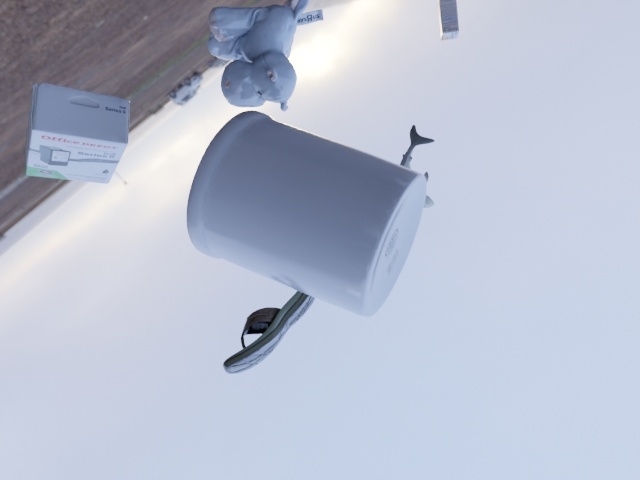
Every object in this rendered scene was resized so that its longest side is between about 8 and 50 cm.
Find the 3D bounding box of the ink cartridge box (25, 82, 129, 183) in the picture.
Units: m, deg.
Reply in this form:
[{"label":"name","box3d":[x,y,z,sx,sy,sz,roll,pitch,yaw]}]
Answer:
[{"label":"ink cartridge box","box3d":[-0.604,-0.251,1.411,0.289,0.211,0.121,-28,-118,58]}]

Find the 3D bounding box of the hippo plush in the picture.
[{"label":"hippo plush","box3d":[-0.124,-0.417,1.369,0.295,0.236,0.234,-9,165,8]}]

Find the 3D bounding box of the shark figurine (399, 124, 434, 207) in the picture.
[{"label":"shark figurine","box3d":[0.277,-0.221,1.870,0.166,0.278,0.116,-21,-150,-19]}]

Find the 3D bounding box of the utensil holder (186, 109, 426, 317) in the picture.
[{"label":"utensil holder","box3d":[-0.019,-0.055,1.173,0.386,0.327,0.327,22,-128,19]}]

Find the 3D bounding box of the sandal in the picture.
[{"label":"sandal","box3d":[-0.121,0.193,1.337,0.303,0.086,0.120,-46,166,-29]}]

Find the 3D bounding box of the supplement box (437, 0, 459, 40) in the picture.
[{"label":"supplement box","box3d":[0.266,-0.475,1.196,0.036,0.098,0.062,-5,-175,11]}]
